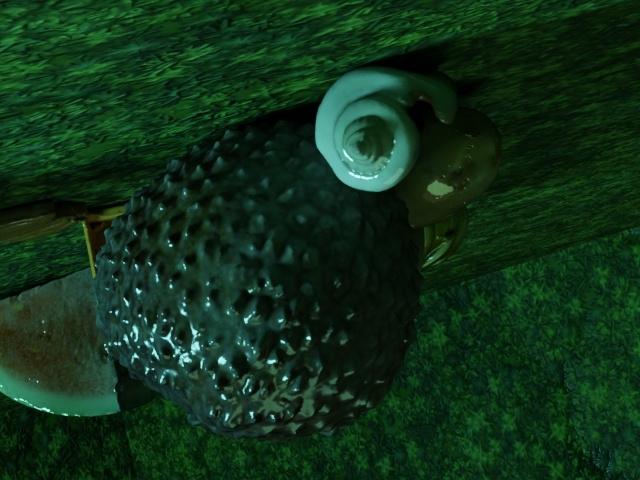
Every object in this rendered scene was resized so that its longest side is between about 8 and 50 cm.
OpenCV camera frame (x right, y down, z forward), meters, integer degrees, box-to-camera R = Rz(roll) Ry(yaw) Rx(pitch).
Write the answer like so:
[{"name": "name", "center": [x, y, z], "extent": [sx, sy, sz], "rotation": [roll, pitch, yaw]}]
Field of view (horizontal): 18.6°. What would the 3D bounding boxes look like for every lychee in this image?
[{"name": "lychee", "center": [-0.053, 0.034, 1.664], "extent": [0.300, 0.300, 0.300], "rotation": [-14, 173, -2]}]

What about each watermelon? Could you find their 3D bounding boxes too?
[{"name": "watermelon", "center": [-0.296, 0.110, 2.358], "extent": [0.260, 0.176, 0.256], "rotation": [-17, -148, 13]}]

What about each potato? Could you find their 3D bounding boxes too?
[{"name": "potato", "center": [0.090, -0.067, 1.757], "extent": [0.118, 0.109, 0.178], "rotation": [17, 158, -28]}]

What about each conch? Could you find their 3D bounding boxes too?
[{"name": "conch", "center": [0.063, -0.094, 1.557], "extent": [0.176, 0.094, 0.104], "rotation": [-11, 135, -58]}]

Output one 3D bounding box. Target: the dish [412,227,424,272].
[{"name": "dish", "center": [0.000, 0.000, 2.058], "extent": [0.213, 0.213, 0.090], "rotation": [-16, 140, 15]}]

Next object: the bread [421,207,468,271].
[{"name": "bread", "center": [0.072, 0.001, 2.332], "extent": [0.213, 0.104, 0.213], "rotation": [-11, 173, -1]}]

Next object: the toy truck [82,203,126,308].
[{"name": "toy truck", "center": [-0.093, -0.004, 1.923], "extent": [0.270, 0.114, 0.135], "rotation": [-11, 178, -1]}]

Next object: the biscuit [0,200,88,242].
[{"name": "biscuit", "center": [-0.273, -0.015, 1.832], "extent": [0.102, 0.019, 0.130], "rotation": [-14, 174, 13]}]
